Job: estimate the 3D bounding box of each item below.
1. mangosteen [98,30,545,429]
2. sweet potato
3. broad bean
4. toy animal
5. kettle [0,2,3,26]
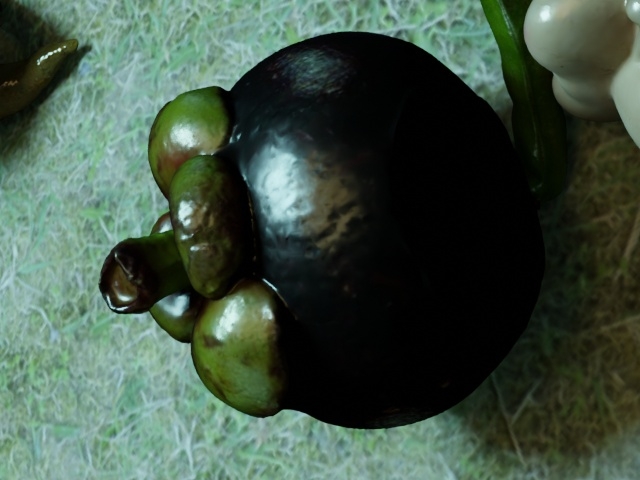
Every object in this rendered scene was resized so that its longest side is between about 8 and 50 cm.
[{"bbox_3d":[0.005,-0.001,1.091,0.233,0.288,0.287,-5,80,43],"label":"mangosteen"},{"bbox_3d":[-0.311,-0.138,1.541,0.226,0.068,0.068,-32,63,21],"label":"sweet potato"},{"bbox_3d":[0.128,-0.133,1.098,0.053,0.256,0.052,-26,32,-12],"label":"broad bean"},{"bbox_3d":[0.215,-0.132,1.031,0.171,0.171,0.197,-51,57,22],"label":"toy animal"},{"bbox_3d":[-0.410,-0.184,1.524,0.255,0.240,0.165,28,138,68],"label":"kettle"}]
